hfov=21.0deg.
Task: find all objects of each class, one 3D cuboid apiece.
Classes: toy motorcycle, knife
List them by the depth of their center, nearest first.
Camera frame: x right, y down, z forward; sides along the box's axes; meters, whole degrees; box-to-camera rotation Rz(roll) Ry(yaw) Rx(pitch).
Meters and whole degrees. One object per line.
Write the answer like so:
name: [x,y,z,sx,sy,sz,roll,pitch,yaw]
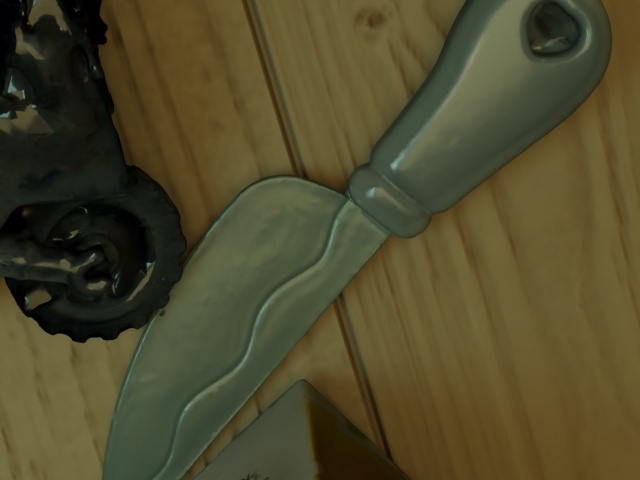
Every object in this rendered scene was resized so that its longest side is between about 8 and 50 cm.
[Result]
toy motorcycle: [-0.156,-0.069,0.726,0.159,0.106,0.270,-18,114,-6]
knife: [-0.001,-0.002,0.791,0.331,0.044,0.080,-44,103,6]

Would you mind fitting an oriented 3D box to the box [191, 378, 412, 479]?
box: [0.050,0.203,0.738,0.260,0.194,0.111,42,97,-12]
